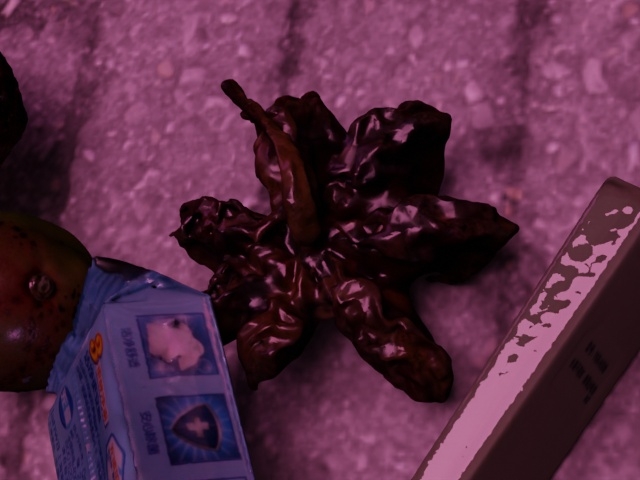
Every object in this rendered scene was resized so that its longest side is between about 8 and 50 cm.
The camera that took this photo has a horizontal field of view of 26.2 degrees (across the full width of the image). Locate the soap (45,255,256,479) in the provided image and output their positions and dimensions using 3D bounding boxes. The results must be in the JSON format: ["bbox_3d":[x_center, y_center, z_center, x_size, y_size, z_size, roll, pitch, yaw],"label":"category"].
[{"bbox_3d":[-0.088,0.167,0.771,0.156,0.077,0.293,-55,43,50],"label":"soap"}]

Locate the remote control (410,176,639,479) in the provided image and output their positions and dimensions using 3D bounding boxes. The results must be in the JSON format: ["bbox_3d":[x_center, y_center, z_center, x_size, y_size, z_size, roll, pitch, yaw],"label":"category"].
[{"bbox_3d":[0.099,0.103,0.735,0.038,0.123,0.285,33,86,30],"label":"remote control"}]

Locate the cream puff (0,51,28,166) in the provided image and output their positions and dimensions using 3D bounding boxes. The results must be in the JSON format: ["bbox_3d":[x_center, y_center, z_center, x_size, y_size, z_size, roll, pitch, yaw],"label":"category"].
[{"bbox_3d":[-0.320,-0.068,0.930,0.239,0.165,0.239,-34,23,16],"label":"cream puff"}]

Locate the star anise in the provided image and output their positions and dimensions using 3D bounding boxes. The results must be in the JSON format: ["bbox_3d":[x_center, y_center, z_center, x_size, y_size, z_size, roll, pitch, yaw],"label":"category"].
[{"bbox_3d":[0.000,0.000,0.820,0.220,0.126,0.190,11,86,27],"label":"star anise"}]

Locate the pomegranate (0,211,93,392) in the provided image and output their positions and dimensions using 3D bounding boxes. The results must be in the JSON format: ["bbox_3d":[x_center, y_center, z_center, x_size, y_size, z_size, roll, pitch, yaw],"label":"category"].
[{"bbox_3d":[-0.203,0.045,0.891,0.130,0.130,0.130,-9,66,20],"label":"pomegranate"}]
